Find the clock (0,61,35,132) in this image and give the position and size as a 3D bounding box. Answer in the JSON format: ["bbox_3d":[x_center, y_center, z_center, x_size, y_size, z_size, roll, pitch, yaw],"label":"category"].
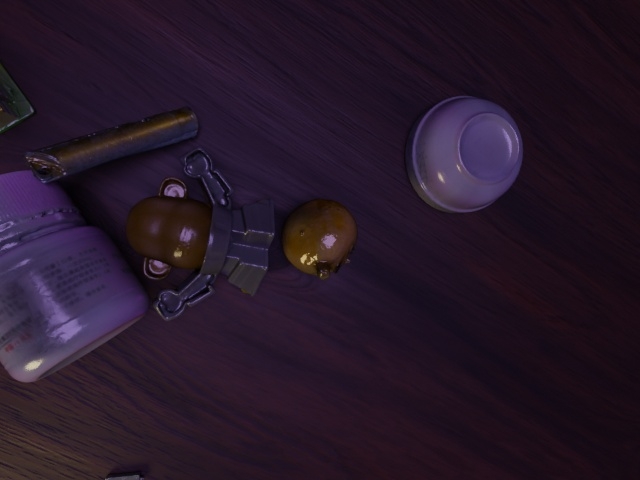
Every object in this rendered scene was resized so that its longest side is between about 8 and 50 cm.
[{"bbox_3d":[-0.656,-0.316,0.732,0.106,0.255,0.219,-34,100,-9],"label":"clock"}]

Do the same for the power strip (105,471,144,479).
[{"bbox_3d":[-0.435,0.532,0.946,0.083,0.017,0.027,0,94,-12],"label":"power strip"}]

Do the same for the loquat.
[{"bbox_3d":[0.000,0.000,0.933,0.172,0.204,0.149,-23,140,13],"label":"loquat"}]

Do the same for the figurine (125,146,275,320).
[{"bbox_3d":[-0.248,-0.010,0.883,0.285,0.167,0.342,9,70,-21],"label":"figurine"}]

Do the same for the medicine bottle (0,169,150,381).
[{"bbox_3d":[-0.506,0.061,0.785,0.256,0.256,0.324,-34,92,-8],"label":"medicine bottle"}]

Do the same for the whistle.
[{"bbox_3d":[-0.390,-0.191,0.831,0.326,0.057,0.068,-32,78,-36],"label":"whistle"}]

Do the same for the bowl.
[{"bbox_3d":[0.360,-0.209,1.015,0.287,0.144,0.286,0,92,-12],"label":"bowl"}]
